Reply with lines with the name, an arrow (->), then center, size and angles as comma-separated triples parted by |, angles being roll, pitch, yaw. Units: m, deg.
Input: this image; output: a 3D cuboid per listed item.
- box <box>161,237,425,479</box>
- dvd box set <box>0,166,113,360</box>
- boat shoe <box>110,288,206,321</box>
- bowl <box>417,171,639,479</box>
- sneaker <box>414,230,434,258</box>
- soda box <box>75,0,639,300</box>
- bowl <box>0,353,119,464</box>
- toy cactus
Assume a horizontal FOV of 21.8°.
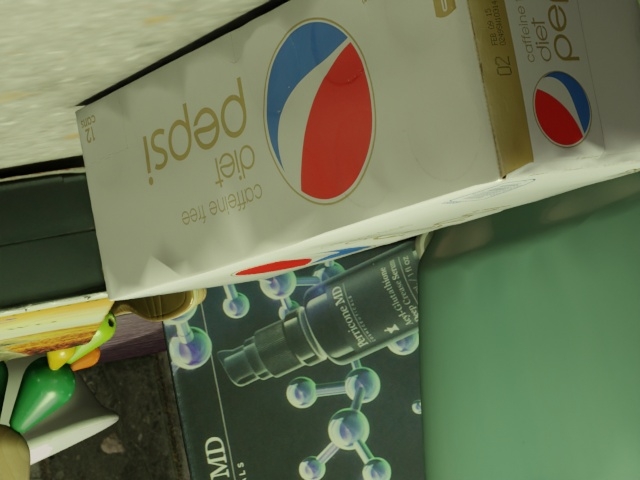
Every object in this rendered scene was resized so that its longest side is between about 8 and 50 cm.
box -> 0.064, 0.156, 1.597 | 0.395, 0.293, 0.212 | -12, 175, -3
dvd box set -> -0.266, 0.043, 0.880 | 0.308, 0.062, 0.420 | -10, 175, -11
boat shoe -> -0.120, 0.032, 1.198 | 0.045, 0.050, 0.135 | -12, -173, -39
bowl -> 0.179, 0.026, 0.940 | 0.311, 0.163, 0.311 | -21, -179, 1
sneaker -> 0.205, 0.000, 1.231 | 0.267, 0.106, 0.101 | -10, 176, 1
soda box -> 0.005, -0.034, 0.530 | 0.069, 0.074, 0.216 | -8, 174, -37
bowl -> -0.360, 0.178, 1.646 | 0.298, 0.134, 0.298 | -25, 175, -3
toy cactus -> -0.236, 0.113, 1.174 | 0.219, 0.180, 0.112 | -17, 154, 7
